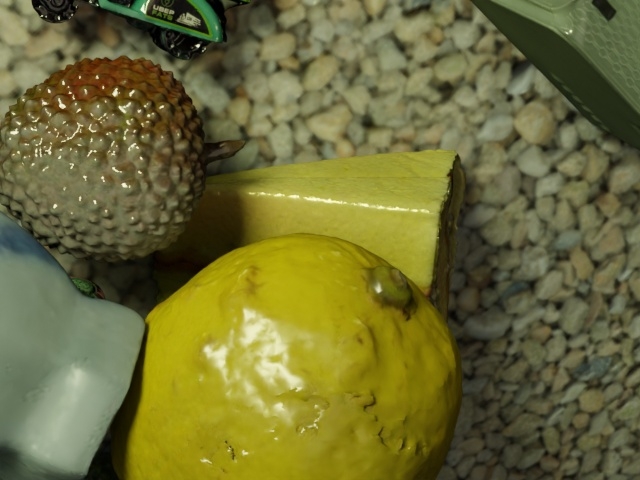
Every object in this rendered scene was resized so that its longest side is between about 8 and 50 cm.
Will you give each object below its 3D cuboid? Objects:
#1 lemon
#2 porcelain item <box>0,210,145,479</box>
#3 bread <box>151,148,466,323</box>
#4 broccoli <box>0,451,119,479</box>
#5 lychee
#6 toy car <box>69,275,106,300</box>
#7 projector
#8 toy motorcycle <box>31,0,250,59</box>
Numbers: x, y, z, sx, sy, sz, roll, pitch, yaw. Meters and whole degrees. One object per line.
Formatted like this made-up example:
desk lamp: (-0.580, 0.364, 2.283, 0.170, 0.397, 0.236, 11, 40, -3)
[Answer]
lemon: (-0.028, 0.131, 0.879, 0.284, 0.260, 0.260, -38, 122, 7)
porcelain item: (-0.341, 0.042, 0.799, 0.405, 0.242, 0.178, 29, 61, -17)
bread: (-0.004, 0.000, 1.043, 0.264, 0.163, 0.167, 8, 115, 9)
broccoli: (-0.335, 0.312, 0.928, 0.277, 0.338, 0.317, 31, 125, -2)
lychee: (-0.157, -0.062, 0.884, 0.198, 0.165, 0.165, -2, 114, -28)
toy car: (-0.250, 0.052, 0.963, 0.142, 0.055, 0.069, 15, 107, -12)
projector: (0.258, -0.170, 0.972, 0.250, 0.198, 0.108, 38, 97, -30)
toy motorcycle: (-0.140, -0.201, 0.887, 0.173, 0.058, 0.100, 13, 101, -27)
